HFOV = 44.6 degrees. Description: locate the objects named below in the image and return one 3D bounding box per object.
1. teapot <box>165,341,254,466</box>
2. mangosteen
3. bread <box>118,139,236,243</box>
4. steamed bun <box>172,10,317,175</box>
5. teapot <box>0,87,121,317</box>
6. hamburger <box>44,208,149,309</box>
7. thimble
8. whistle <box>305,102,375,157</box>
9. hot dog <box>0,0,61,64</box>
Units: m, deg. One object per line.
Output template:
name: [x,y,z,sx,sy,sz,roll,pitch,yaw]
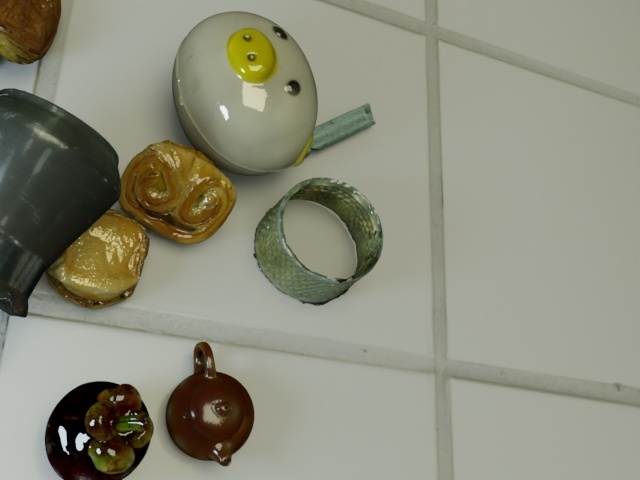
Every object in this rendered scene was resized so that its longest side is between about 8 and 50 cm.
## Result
teapot: [-0.213,0.321,1.548,0.178,0.135,0.252,-1,71,-31]
mangosteen: [-0.385,0.343,1.395,0.194,0.230,0.194,15,64,-33]
bread: [-0.303,-0.098,1.643,0.236,0.198,0.120,29,24,-22]
steamed bun: [-0.165,-0.324,1.736,0.334,0.334,0.374,-3,68,-27]
teapot: [-0.578,-0.059,1.396,0.305,0.376,0.361,49,61,-49]
hamburger: [-0.450,0.033,1.564,0.214,0.108,0.213,10,67,-23]
thimble: [0.000,0.000,1.775,0.271,0.150,0.270,10,65,-22]
whistle: [0.019,-0.266,1.949,0.312,0.062,0.062,-30,85,-32]
hot dog: [-0.653,-0.470,1.642,0.196,0.122,0.272,27,44,-25]
